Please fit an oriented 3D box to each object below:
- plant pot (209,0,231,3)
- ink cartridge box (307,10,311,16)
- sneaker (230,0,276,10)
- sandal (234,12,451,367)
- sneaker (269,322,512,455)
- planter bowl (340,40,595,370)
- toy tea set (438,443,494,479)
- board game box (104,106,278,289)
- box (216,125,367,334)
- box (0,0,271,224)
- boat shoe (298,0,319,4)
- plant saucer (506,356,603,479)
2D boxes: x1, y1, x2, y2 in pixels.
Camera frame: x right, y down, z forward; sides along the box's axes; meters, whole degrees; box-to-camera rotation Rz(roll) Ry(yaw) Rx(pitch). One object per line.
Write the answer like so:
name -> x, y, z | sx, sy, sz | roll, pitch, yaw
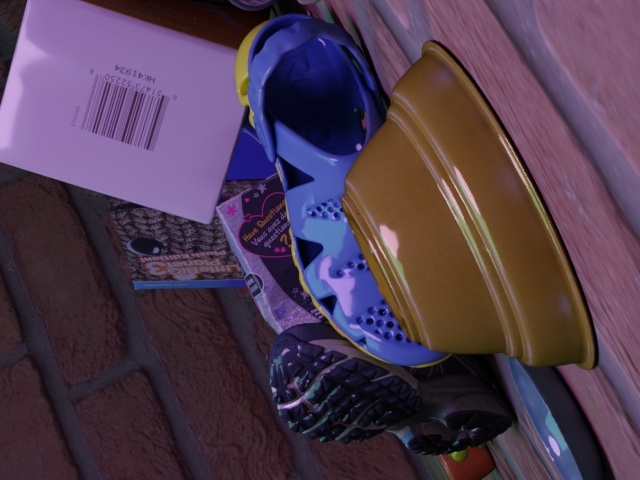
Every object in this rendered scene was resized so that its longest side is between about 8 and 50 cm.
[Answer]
plant pot -> -0.164, -0.327, 1.561 | 0.237, 0.237, 0.110 | -122, 47, -63
ink cartridge box -> -0.012, -0.178, 1.470 | 0.048, 0.028, 0.083 | 63, 177, 11
sneaker -> -0.096, -0.303, 1.263 | 0.226, 0.086, 0.163 | 66, 175, -24
sandal -> 0.019, -0.047, 1.218 | 0.317, 0.126, 0.138 | 62, 173, 9
sneaker -> 0.047, 0.107, 1.360 | 0.283, 0.110, 0.122 | 23, -139, -48
planter bowl -> 0.072, -0.001, 0.928 | 0.217, 0.090, 0.217 | 63, 177, 7
toy tea set -> 0.117, 0.229, 1.787 | 0.200, 0.124, 0.336 | 64, 177, -29
board game box -> -0.126, -0.063, 1.870 | 0.291, 0.232, 0.141 | 85, -176, -65
box -> 0.000, 0.000, 1.478 | 0.142, 0.163, 0.247 | 62, 177, 3
box -> -0.174, -0.170, 1.541 | 0.345, 0.215, 0.168 | -92, 20, -72
boat shoe -> -0.018, -0.203, 1.123 | 0.072, 0.068, 0.190 | 52, -170, -12
plant saucer -> 0.164, 0.126, 1.073 | 0.119, 0.021, 0.119 | 63, 178, 4
